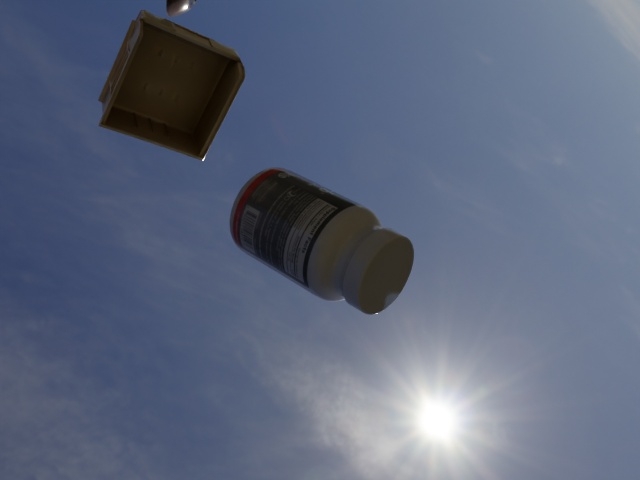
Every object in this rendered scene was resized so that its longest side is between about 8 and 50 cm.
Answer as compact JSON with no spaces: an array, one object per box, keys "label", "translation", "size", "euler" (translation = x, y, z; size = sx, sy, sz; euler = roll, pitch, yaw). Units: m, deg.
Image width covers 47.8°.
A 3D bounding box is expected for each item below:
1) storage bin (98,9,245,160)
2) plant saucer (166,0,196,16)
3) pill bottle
[{"label":"storage bin","translation":[-0.350,-0.361,1.695],"size":[0.262,0.260,0.123],"euler":[17,-150,-30]},{"label":"plant saucer","translation":[-0.293,-0.670,1.689],"size":[0.050,0.310,0.310],"euler":[16,-138,-7]},{"label":"pill bottle","translation":[0.000,0.000,1.502],"size":[0.363,0.210,0.210],"euler":[29,-160,34]}]
